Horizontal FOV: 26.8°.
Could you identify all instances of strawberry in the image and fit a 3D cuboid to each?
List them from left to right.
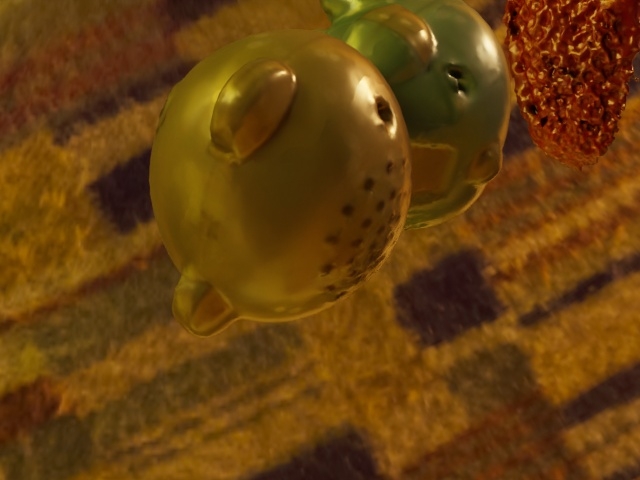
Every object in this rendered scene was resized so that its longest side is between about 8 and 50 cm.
[{"bbox_3d":[0.257,-0.223,1.405,0.106,0.188,0.286,15,70,-20],"label":"strawberry"}]

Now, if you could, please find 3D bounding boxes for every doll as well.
[{"bbox_3d":[0.004,-0.054,0.820,0.161,0.260,0.177,31,124,21],"label":"doll"}]
